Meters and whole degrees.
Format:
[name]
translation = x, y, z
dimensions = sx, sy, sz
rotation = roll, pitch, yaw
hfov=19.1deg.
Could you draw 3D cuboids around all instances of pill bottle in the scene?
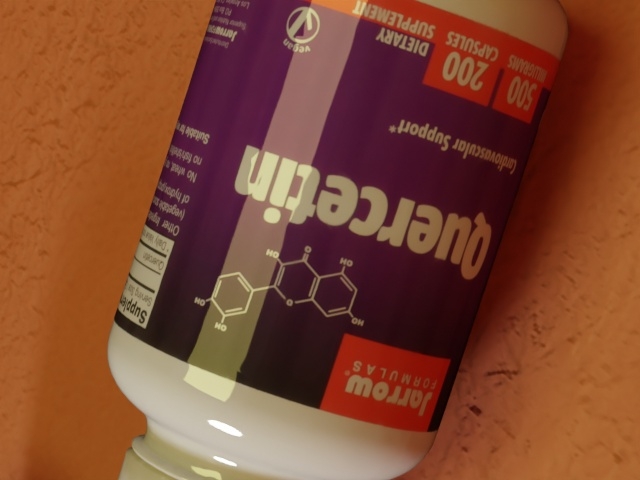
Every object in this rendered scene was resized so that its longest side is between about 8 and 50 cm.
[pill bottle]
translation = 0.000, 0.000, 0.991
dimensions = 0.181, 0.181, 0.323
rotation = 20, 94, 37
